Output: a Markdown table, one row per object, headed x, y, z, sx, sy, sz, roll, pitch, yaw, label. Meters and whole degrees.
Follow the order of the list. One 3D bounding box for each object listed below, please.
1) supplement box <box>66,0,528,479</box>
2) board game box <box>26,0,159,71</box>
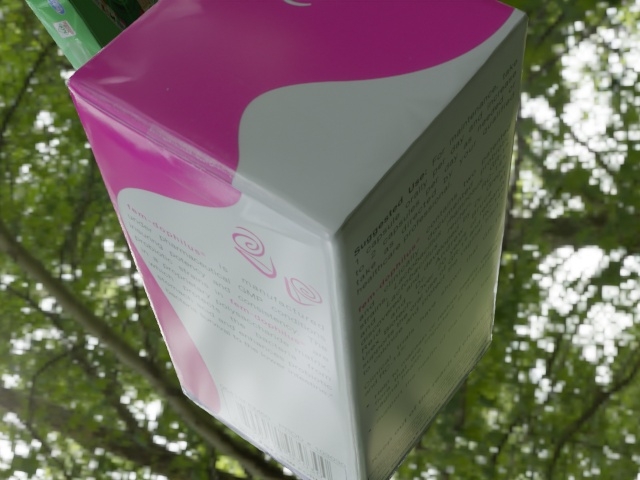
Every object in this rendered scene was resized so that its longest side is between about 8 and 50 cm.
| x | y | z | sx | sy | sz | roll | pitch | yaw | label |
| --- | --- | --- | --- | --- | --- | --- | --- | --- | --- |
| 0.000 | 0.000 | 0.431 | 0.114 | 0.111 | 0.220 | -49 | -25 | -23 | supplement box |
| -0.151 | -0.187 | 1.103 | 0.317 | 0.046 | 0.213 | 59 | -143 | -39 | board game box |
